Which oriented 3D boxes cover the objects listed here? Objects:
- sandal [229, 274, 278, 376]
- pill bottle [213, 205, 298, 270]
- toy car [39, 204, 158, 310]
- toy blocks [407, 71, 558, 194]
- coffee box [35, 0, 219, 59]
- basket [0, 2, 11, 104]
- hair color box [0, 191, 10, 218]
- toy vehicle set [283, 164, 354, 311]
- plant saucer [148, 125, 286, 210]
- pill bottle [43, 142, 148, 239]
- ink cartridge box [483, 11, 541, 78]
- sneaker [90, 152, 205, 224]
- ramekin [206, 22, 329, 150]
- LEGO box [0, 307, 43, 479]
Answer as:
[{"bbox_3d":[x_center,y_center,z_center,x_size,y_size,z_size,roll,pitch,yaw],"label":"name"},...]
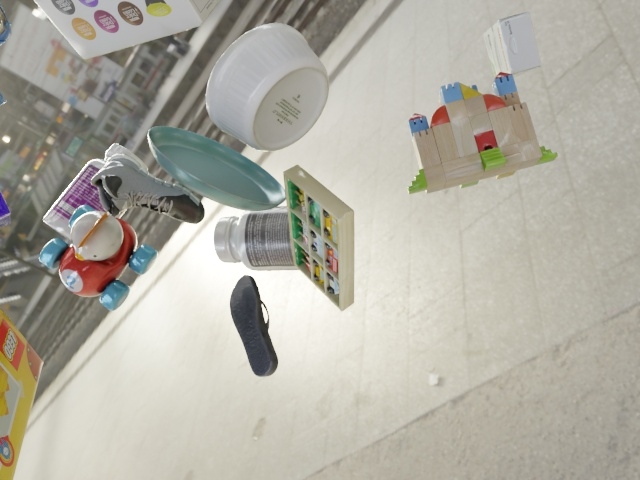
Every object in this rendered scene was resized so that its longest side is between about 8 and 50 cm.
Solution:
[{"bbox_3d":[-0.159,0.208,1.480,0.097,0.054,0.255,-30,66,33],"label":"sandal"},{"bbox_3d":[-0.120,-0.006,1.648,0.318,0.176,0.176,-2,49,18],"label":"pill bottle"},{"bbox_3d":[-0.524,0.016,1.401,0.210,0.219,0.238,-55,-2,-19],"label":"toy car"},{"bbox_3d":[0.379,-0.287,1.557,0.191,0.381,0.261,41,-145,-79],"label":"toy blocks"},{"bbox_3d":[-0.365,-0.605,1.153,0.337,0.334,0.338,-2,50,31],"label":"coffee box"},{"bbox_3d":[-0.678,-0.397,1.073,0.201,0.255,0.289,-40,-11,-15],"label":"basket"},{"bbox_3d":[-0.675,-0.104,1.149,0.110,0.185,0.338,-26,9,-24],"label":"hair color box"},{"bbox_3d":[0.000,0.000,1.185,0.035,0.267,0.166,-31,52,-24],"label":"toy vehicle set"},{"bbox_3d":[-0.222,-0.147,1.294,0.044,0.317,0.318,-61,20,17],"label":"plant saucer"},{"bbox_3d":[-0.644,-0.129,1.773,0.302,0.169,0.169,-56,20,-14],"label":"pill bottle"},{"bbox_3d":[0.531,-0.533,1.692,0.086,0.153,0.208,-15,9,7],"label":"ink cartridge box"},{"bbox_3d":[-0.354,-0.073,1.212,0.086,0.228,0.132,-62,-1,40],"label":"sneaker"},{"bbox_3d":[-0.100,-0.316,1.315,0.127,0.272,0.273,44,107,25],"label":"ramekin"},{"bbox_3d":[-0.579,0.234,0.775,0.193,0.373,0.500,-21,34,-1],"label":"LEGO box"}]
